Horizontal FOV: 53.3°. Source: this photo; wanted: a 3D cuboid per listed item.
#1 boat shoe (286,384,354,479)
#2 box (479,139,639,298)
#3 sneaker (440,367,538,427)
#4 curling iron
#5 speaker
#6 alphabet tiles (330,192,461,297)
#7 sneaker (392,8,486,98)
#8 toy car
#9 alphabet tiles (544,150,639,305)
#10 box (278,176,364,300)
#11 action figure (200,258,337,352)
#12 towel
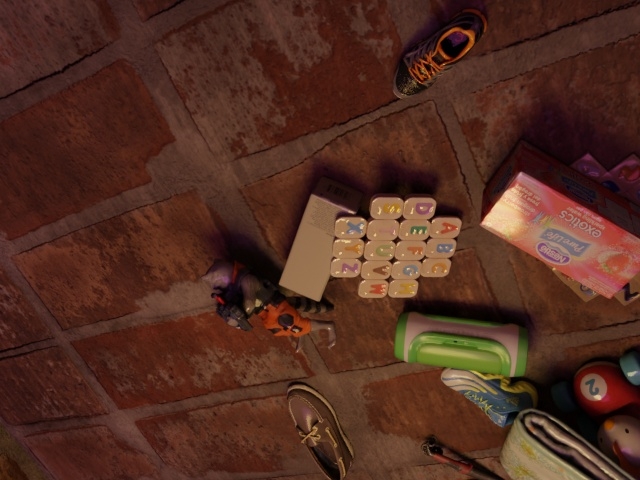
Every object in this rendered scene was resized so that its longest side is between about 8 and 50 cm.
[{"bbox_3d":[-0.006,0.552,1.816,0.116,0.097,0.325,-17,115,26],"label":"boat shoe"},{"bbox_3d":[0.476,-0.042,1.241,0.299,0.154,0.142,29,125,-3],"label":"box"},{"bbox_3d":[0.410,0.378,1.556,0.240,0.126,0.091,10,124,11],"label":"sneaker"},{"bbox_3d":[0.398,0.616,1.757,0.273,0.068,0.035,27,124,-7],"label":"curling iron"},{"bbox_3d":[0.328,0.241,1.497,0.296,0.131,0.131,6,123,14],"label":"speaker"},{"bbox_3d":[0.164,0.018,1.410,0.277,0.021,0.284,0,128,-7],"label":"alphabet tiles"},{"bbox_3d":[0.213,-0.342,1.192,0.084,0.083,0.215,41,125,-12],"label":"sneaker"},{"bbox_3d":[0.665,0.411,1.428,0.219,0.238,0.210,-36,105,32],"label":"toy car"},{"bbox_3d":[0.594,-0.016,1.321,0.342,0.011,0.285,41,124,-10],"label":"alphabet tiles"},{"bbox_3d":[0.000,0.000,1.468,0.113,0.094,0.275,24,126,2],"label":"box"},{"bbox_3d":[-0.147,0.154,1.581,0.330,0.179,0.341,35,168,-17],"label":"action figure"},{"bbox_3d":[0.581,0.566,1.446,0.374,0.090,0.321,38,154,27],"label":"towel"}]
